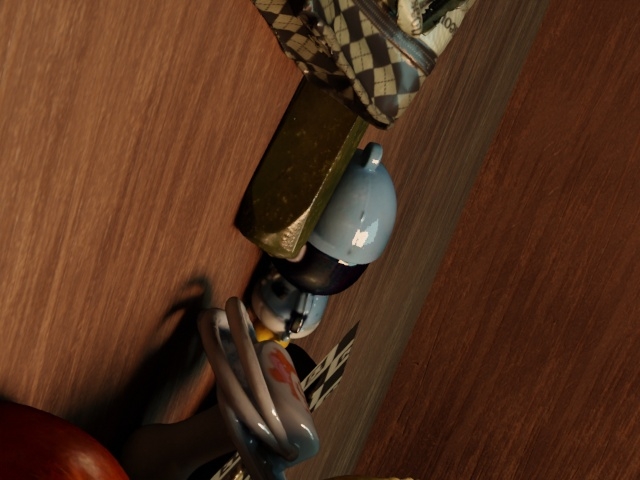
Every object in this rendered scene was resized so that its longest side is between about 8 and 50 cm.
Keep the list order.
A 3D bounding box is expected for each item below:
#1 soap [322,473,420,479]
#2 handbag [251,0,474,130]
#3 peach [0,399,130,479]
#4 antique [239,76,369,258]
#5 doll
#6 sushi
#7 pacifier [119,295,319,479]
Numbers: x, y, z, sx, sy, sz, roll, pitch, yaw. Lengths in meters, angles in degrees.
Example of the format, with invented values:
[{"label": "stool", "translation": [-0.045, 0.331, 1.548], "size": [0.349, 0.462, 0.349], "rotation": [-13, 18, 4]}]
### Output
[{"label": "soap", "translation": [-0.076, 0.357, 1.424], "size": [0.306, 0.115, 0.427], "rotation": [-44, 160, 28]}, {"label": "handbag", "translation": [0.095, -0.347, 1.397], "size": [0.416, 0.180, 0.317], "rotation": [-58, 159, 0]}, {"label": "peach", "translation": [-0.271, 0.266, 1.167], "size": [0.281, 0.281, 0.338], "rotation": [-66, -160, 13]}, {"label": "antique", "translation": [-0.019, -0.087, 1.617], "size": [0.220, 0.081, 0.080], "rotation": [-63, 166, -1]}, {"label": "doll", "translation": [0.000, 0.000, 1.746], "size": [0.314, 0.141, 0.177], "rotation": [-58, -157, 29]}, {"label": "sushi", "translation": [-0.114, 0.255, 1.933], "size": [0.373, 0.100, 0.296], "rotation": [-45, 168, -21]}, {"label": "pacifier", "translation": [-0.131, 0.216, 1.597], "size": [0.233, 0.299, 0.244], "rotation": [-29, 129, 4]}]
